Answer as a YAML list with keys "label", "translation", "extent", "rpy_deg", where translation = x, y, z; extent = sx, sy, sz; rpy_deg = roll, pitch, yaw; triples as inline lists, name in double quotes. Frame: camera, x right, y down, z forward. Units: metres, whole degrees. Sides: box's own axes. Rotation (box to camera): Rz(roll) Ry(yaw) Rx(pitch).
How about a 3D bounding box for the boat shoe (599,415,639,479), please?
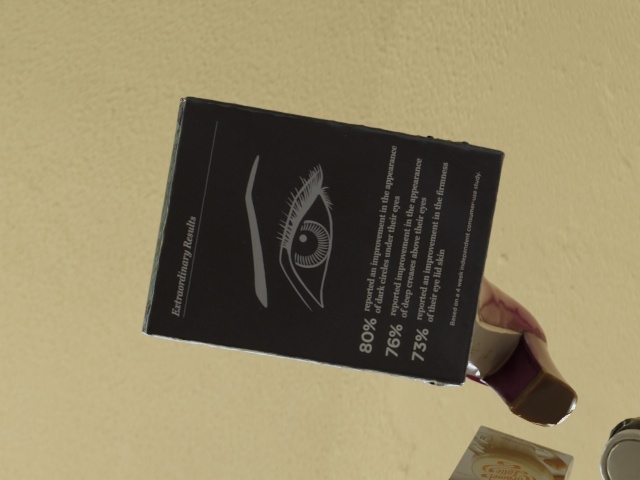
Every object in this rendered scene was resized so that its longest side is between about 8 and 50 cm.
- label: "boat shoe"
  translation: [0.425, 0.241, 1.086]
  extent: [0.335, 0.095, 0.112]
  rpy_deg: [23, -59, 28]

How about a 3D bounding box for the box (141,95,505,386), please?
- label: "box"
  translation: [0.000, 0.000, 0.773]
  extent: [0.207, 0.108, 0.153]
  rpy_deg: [11, -90, -2]

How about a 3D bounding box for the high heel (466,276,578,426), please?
- label: "high heel"
  translation: [0.110, 0.060, 1.221]
  extent: [0.127, 0.181, 0.377]
  rpy_deg: [-43, -54, 7]

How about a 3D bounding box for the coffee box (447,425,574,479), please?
- label: "coffee box"
  translation: [0.239, 0.352, 1.564]
  extent: [0.141, 0.246, 0.098]
  rpy_deg: [16, -70, 16]
